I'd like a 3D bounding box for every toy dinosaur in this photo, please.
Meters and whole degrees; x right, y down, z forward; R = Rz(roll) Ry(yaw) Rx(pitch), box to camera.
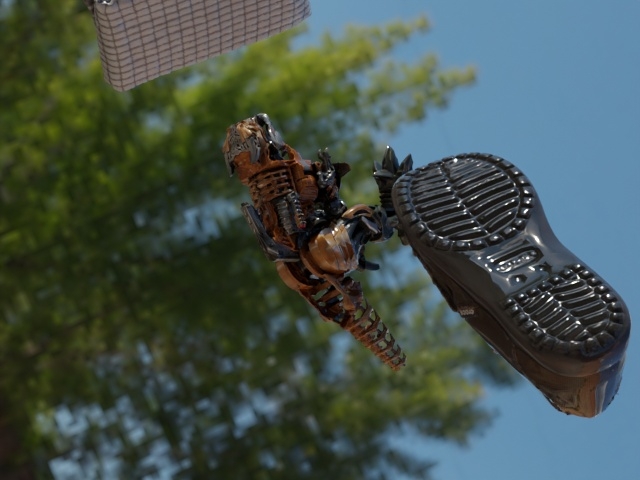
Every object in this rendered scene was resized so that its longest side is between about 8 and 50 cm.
[{"bbox_3d":[0.000,0.000,2.231,0.164,0.218,0.322,-3,-73,34],"label":"toy dinosaur"}]

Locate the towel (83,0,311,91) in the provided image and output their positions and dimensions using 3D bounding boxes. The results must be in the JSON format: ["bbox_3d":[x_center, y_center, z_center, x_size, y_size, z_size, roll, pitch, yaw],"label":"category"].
[{"bbox_3d":[-0.159,-0.320,2.392,0.235,0.284,0.121,86,-20,-67],"label":"towel"}]

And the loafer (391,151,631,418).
[{"bbox_3d":[0.170,0.045,1.817,0.366,0.134,0.130,-121,-164,-51],"label":"loafer"}]
